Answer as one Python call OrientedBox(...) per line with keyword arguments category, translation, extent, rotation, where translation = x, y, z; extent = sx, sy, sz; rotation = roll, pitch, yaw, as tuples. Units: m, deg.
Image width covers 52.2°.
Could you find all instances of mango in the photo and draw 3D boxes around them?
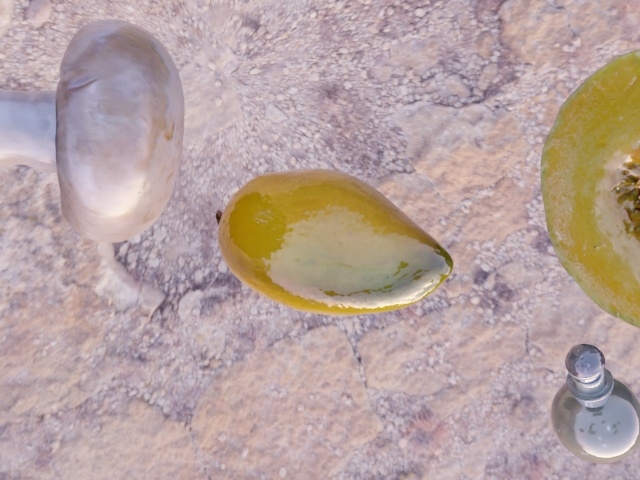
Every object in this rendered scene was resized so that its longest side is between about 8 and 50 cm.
OrientedBox(category="mango", translation=(0.000, 0.000, 0.742), extent=(0.176, 0.317, 0.119), rotation=(-51, 141, -24))

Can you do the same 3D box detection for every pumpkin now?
OrientedBox(category="pumpkin", translation=(0.452, -0.070, 0.778), extent=(0.199, 0.332, 0.332), rotation=(-20, 108, -32))

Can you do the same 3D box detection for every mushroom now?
OrientedBox(category="mushroom", translation=(-0.263, -0.121, 0.708), extent=(0.244, 0.243, 0.243), rotation=(-2, 104, -8))

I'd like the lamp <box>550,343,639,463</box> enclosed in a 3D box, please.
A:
OrientedBox(category="lamp", translation=(0.270, 0.156, 0.651), extent=(0.091, 0.091, 0.163), rotation=(-32, 130, 0))
